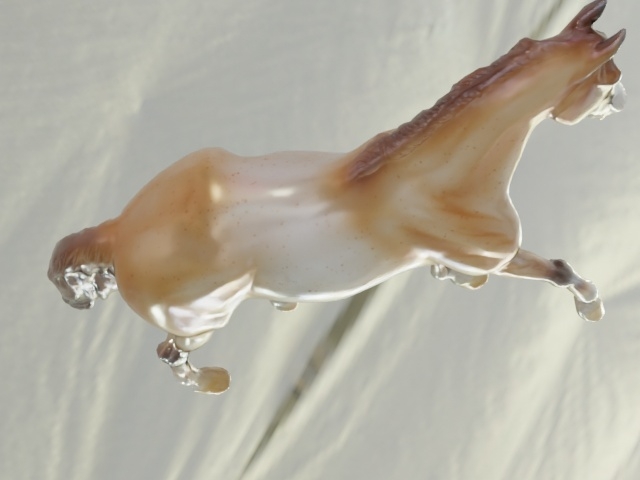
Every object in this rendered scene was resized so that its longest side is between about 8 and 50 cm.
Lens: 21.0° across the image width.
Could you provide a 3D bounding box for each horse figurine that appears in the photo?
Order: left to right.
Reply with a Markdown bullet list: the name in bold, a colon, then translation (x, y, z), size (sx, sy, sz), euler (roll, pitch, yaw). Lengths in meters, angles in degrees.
- **horse figurine**: translation (0.000, 0.000, 0.676), size (0.174, 0.263, 0.066), euler (55, -152, -62)
